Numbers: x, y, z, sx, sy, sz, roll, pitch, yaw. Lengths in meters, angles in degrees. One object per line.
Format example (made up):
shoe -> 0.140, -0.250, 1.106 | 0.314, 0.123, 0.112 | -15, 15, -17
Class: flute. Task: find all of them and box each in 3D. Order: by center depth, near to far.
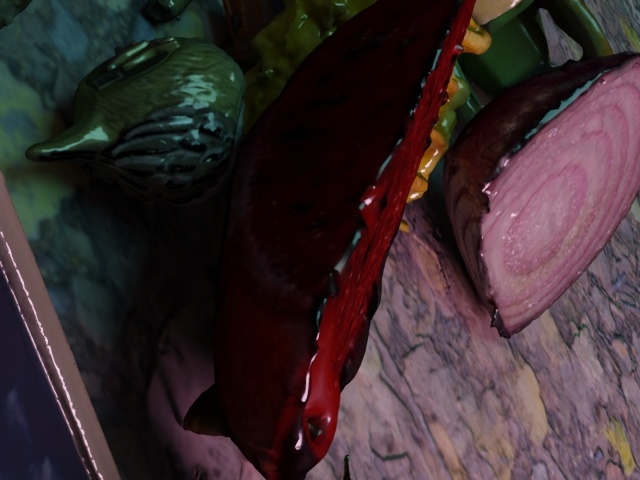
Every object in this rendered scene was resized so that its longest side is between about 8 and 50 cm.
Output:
flute -> -0.074, -0.209, 0.791 | 0.027, 0.027, 0.233 | 54, 32, -18

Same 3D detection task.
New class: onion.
onion -> 0.187, -0.063, 0.930 | 0.247, 0.111, 0.250 | -43, 144, -22

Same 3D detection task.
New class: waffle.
waffle -> 0.045, -0.128, 0.763 | 0.229, 0.057, 0.219 | 18, 95, -54

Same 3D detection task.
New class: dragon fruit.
dragon fruit -> 0.000, 0.000, 0.608 | 0.282, 0.100, 0.343 | 97, 12, -47

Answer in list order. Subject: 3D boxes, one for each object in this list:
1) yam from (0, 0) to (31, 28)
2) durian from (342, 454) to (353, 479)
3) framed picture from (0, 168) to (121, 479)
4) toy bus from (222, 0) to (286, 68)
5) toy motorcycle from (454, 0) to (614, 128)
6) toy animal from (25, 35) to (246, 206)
yam -> -0.186, -0.232, 0.515 | 0.154, 0.154, 0.254 | 33, 45, -43
durian -> -0.033, 0.205, 0.484 | 0.220, 0.095, 0.137 | -50, 148, -61
framed picture -> -0.126, 0.113, 0.358 | 0.209, 0.019, 0.281 | -71, 155, -50
toy bus -> 0.005, -0.154, 0.824 | 0.192, 0.077, 0.065 | 2, 70, -56
toy motorcycle -> 0.141, -0.225, 0.964 | 0.237, 0.169, 0.410 | 59, 8, 32
toy animal -> -0.094, -0.053, 0.587 | 0.098, 0.098, 0.137 | 55, 51, -16
